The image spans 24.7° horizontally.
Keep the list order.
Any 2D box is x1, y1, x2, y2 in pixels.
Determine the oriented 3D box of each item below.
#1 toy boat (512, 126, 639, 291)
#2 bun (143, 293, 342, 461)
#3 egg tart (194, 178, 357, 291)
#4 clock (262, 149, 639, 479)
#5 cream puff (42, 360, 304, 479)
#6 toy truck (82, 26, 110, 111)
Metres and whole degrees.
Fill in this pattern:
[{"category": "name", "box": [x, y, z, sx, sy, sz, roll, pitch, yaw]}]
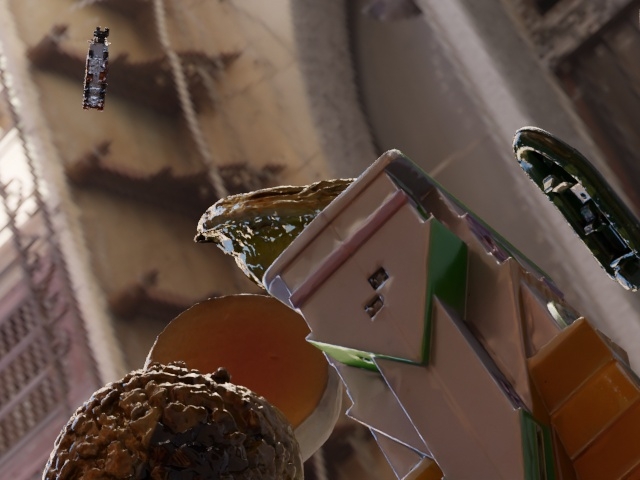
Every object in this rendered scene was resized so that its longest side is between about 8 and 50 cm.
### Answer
[{"category": "toy boat", "box": [0.278, -0.038, 1.536, 0.210, 0.052, 0.104, 51, 162, 1]}, {"category": "bun", "box": [-0.112, 0.231, 2.137, 0.165, 0.298, 0.299, 84, 168, -54]}, {"category": "egg tart", "box": [0.000, 0.000, 1.713, 0.294, 0.294, 0.116, -1, -97, -58]}, {"category": "clock", "box": [0.133, 0.114, 0.973, 0.235, 0.166, 0.309, 36, -165, -40]}, {"category": "cream puff", "box": [-0.160, 0.301, 1.689, 0.343, 0.231, 0.327, -31, -100, -21]}, {"category": "toy truck", "box": [-0.224, -0.172, 1.469, 0.024, 0.083, 0.032, 5, -155, -8]}]
